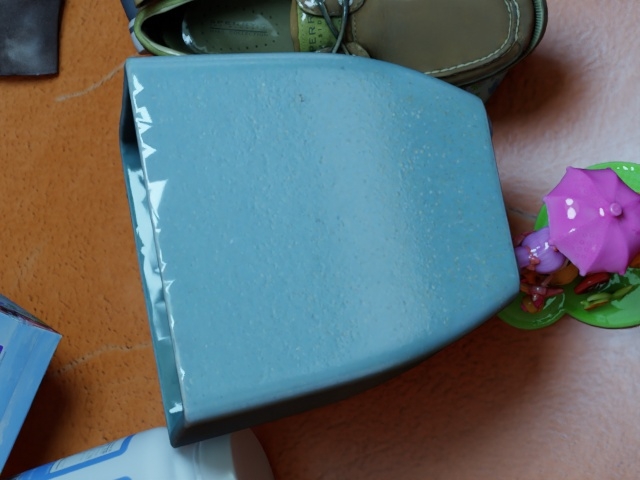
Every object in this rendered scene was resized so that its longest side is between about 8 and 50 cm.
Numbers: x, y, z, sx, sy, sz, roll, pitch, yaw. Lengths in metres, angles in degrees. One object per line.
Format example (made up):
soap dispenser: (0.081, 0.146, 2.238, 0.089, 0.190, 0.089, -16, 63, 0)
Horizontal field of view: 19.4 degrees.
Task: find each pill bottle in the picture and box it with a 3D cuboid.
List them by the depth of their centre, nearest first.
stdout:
pill bottle: (-0.150, 0.218, 1.463, 0.221, 0.124, 0.124, -19, 76, 15)

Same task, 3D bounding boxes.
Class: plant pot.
plant pot: (0.000, 0.000, 1.335, 0.252, 0.248, 0.247, -9, 81, -8)

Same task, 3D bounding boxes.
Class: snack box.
snack box: (-0.303, 0.120, 1.500, 0.207, 0.070, 0.174, 20, 86, 61)

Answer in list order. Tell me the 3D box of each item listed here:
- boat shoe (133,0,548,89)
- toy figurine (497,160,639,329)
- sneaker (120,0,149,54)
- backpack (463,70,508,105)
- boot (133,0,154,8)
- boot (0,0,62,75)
boat shoe: (0.009, -0.152, 1.375, 0.307, 0.104, 0.111, -1, 101, 26)
toy figurine: (0.184, 0.001, 1.372, 0.173, 0.159, 0.130, -25, 75, 13)
sneaker: (-0.026, -0.262, 1.495, 0.321, 0.126, 0.127, -20, 88, 15)
backpack: (0.097, -0.140, 1.453, 0.084, 0.105, 0.114, 40, 106, 16)
boot: (-0.178, -0.300, 1.394, 0.264, 0.096, 0.280, -22, 84, -8)
boot: (-0.231, -0.246, 1.604, 0.248, 0.090, 0.207, -4, 94, 13)
